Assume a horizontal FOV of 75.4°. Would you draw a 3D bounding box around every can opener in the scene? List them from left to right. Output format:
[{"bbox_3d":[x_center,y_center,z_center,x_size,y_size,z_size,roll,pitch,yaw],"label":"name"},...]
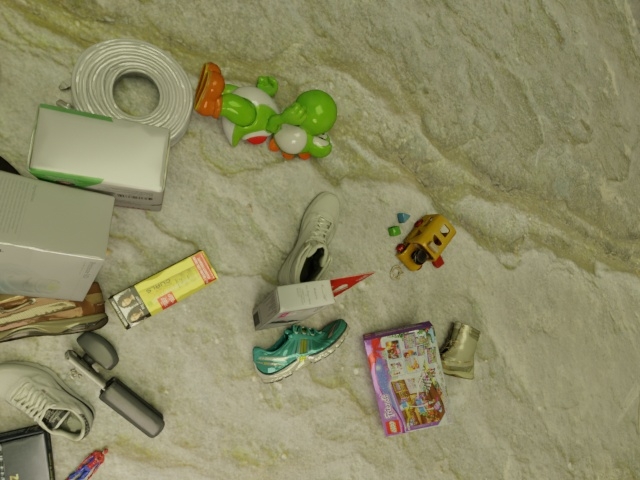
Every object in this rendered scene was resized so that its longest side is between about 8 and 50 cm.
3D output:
[{"bbox_3d":[-0.451,0.327,0.927,0.093,0.074,0.280,-42,105,-18],"label":"can opener"}]

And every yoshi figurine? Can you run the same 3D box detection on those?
[{"bbox_3d":[-0.108,-0.330,1.012,0.361,0.203,0.204,17,74,-27],"label":"yoshi figurine"}]

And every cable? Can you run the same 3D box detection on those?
[{"bbox_3d":[-0.418,-0.326,0.935,0.257,0.089,0.257,42,75,-17],"label":"cable"}]

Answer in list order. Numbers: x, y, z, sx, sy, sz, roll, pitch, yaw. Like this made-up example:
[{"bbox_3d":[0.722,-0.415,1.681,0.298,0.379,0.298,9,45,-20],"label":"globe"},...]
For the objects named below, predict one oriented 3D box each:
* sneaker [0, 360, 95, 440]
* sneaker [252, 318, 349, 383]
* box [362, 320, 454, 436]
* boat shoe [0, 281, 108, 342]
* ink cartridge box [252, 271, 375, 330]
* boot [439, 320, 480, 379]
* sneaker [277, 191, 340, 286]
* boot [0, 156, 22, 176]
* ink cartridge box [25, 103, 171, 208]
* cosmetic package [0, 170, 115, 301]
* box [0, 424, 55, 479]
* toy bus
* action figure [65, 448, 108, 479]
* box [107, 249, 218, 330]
[{"bbox_3d":[-0.580,0.334,0.864,0.235,0.094,0.090,39,78,-16],"label":"sneaker"},{"bbox_3d":[-0.047,0.269,1.084,0.275,0.107,0.110,-23,90,-21],"label":"sneaker"},{"bbox_3d":[0.249,0.395,1.185,0.200,0.057,0.294,-12,95,3],"label":"box"},{"bbox_3d":[-0.616,0.144,0.846,0.323,0.122,0.120,-3,83,-28],"label":"boat shoe"},{"bbox_3d":[-0.022,0.151,0.997,0.238,0.275,0.060,-5,72,-22],"label":"ink cartridge box"},{"bbox_3d":[0.400,0.329,1.279,0.213,0.077,0.165,19,81,-22],"label":"boot"},{"bbox_3d":[0.000,0.000,1.065,0.108,0.169,0.293,27,78,-18],"label":"sneaker"},{"bbox_3d":[-0.746,-0.155,0.806,0.305,0.112,0.115,28,96,-14],"label":"boot"},{"bbox_3d":[-0.420,-0.144,0.828,0.210,0.289,0.122,7,84,-22],"label":"ink cartridge box"},{"bbox_3d":[-0.518,0.003,0.741,0.224,0.224,0.138,12,58,-34],"label":"cosmetic package"},{"bbox_3d":[-0.654,0.518,0.850,0.183,0.059,0.233,-5,92,-24],"label":"box"},{"bbox_3d":[0.310,0.016,1.227,0.190,0.104,0.203,-3,91,-22],"label":"toy bus"},{"bbox_3d":[-0.523,0.511,0.922,0.115,0.030,0.038,-43,100,-19],"label":"action figure"},{"bbox_3d":[-0.364,0.112,0.972,0.232,0.058,0.088,-29,100,-20],"label":"box"}]
